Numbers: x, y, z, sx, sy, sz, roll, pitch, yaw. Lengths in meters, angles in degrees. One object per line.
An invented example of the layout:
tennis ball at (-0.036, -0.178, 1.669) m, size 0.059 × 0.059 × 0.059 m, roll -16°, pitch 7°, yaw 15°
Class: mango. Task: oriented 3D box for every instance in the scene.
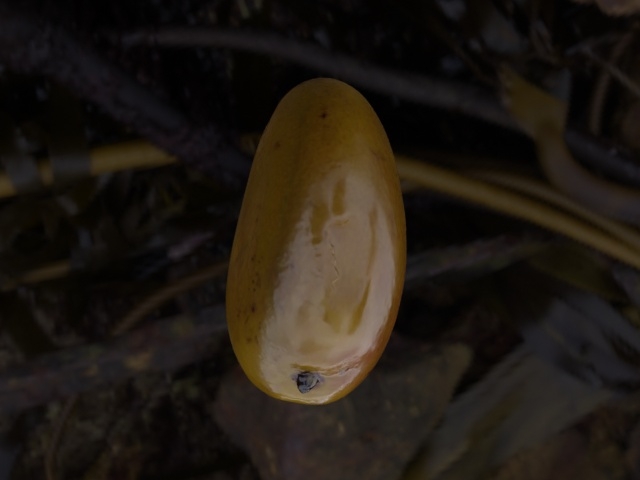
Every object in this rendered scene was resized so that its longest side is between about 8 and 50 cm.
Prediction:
mango at (0.000, 0.000, 0.549) m, size 0.060 × 0.114 × 0.080 m, roll 9°, pitch 167°, yaw -2°
